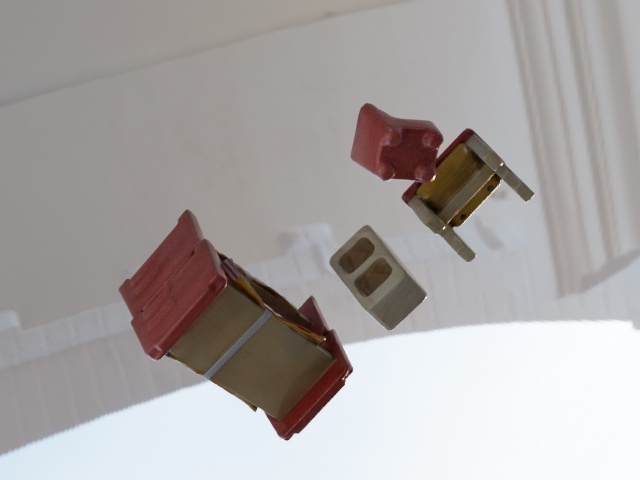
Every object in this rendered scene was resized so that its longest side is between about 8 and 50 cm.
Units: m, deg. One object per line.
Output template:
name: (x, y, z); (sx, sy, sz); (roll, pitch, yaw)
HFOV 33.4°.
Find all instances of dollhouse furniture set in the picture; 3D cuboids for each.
dollhouse furniture set: (0.000, 0.000, 1.087); (0.374, 0.152, 0.201); (-47, -58, 7)
